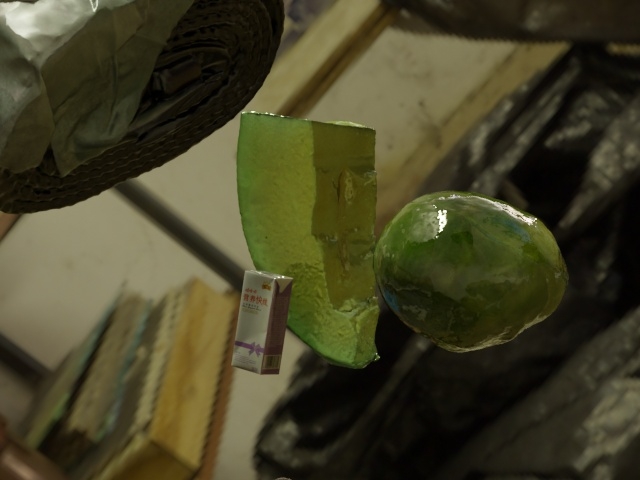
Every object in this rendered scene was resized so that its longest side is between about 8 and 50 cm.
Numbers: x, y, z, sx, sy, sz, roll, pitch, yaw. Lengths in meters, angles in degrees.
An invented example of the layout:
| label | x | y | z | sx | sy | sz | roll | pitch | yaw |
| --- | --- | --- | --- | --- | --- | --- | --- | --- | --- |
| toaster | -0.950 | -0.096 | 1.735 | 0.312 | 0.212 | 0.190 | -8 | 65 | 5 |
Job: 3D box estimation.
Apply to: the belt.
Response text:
| label | x | y | z | sx | sy | sz | roll | pitch | yaw |
| --- | --- | --- | --- | --- | --- | --- | --- | --- | --- |
| belt | -0.158 | -0.133 | 1.101 | 0.289 | 0.164 | 0.184 | -33 | -32 | -30 |

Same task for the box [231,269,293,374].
| label | x | y | z | sx | sy | sz | roll | pitch | yaw |
| --- | --- | --- | --- | --- | --- | --- | --- | --- | --- |
| box | -0.068 | 0.095 | 1.693 | 0.050 | 0.036 | 0.117 | 10 | 95 | 37 |

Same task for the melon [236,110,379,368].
| label | x | y | z | sx | sy | sz | roll | pitch | yaw |
| --- | --- | --- | --- | --- | --- | --- | --- | --- | --- |
| melon | 0.000 | 0.000 | 1.794 | 0.124 | 0.196 | 0.323 | -15 | 77 | 54 |

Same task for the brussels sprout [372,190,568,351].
| label | x | y | z | sx | sy | sz | roll | pitch | yaw |
| --- | --- | --- | --- | --- | --- | --- | --- | --- | --- |
| brussels sprout | 0.127 | 0.024 | 1.279 | 0.161 | 0.144 | 0.181 | -18 | -2 | -11 |

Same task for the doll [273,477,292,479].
| label | x | y | z | sx | sy | sz | roll | pitch | yaw |
| --- | --- | --- | --- | --- | --- | --- | --- | --- | --- |
| doll | -0.163 | 0.292 | 1.083 | 0.365 | 0.094 | 0.160 | -34 | 28 | -13 |
